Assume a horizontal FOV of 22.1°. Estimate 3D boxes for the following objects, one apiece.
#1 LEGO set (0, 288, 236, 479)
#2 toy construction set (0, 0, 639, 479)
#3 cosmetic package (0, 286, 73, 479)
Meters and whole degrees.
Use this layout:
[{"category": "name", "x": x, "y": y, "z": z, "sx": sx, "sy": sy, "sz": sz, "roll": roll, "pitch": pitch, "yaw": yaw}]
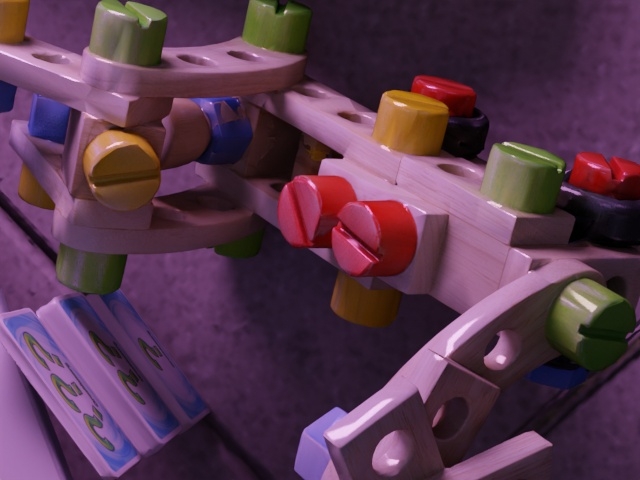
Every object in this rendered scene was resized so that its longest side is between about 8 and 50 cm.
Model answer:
[{"category": "LEGO set", "x": -0.025, "y": 0.112, "z": 0.682, "sx": 0.060, "sy": 0.182, "sz": 0.244, "roll": -37, "pitch": 87, "yaw": 6}, {"category": "toy construction set", "x": 0.000, "y": 0.000, "z": 0.643, "sx": 0.328, "sy": 0.215, "sz": 0.151, "roll": 50, "pitch": 127, "yaw": 39}, {"category": "cosmetic package", "x": -0.304, "y": 0.091, "z": 0.648, "sx": 0.377, "sy": 0.097, "sz": 0.284, "roll": -22, "pitch": 70, "yaw": -10}]
